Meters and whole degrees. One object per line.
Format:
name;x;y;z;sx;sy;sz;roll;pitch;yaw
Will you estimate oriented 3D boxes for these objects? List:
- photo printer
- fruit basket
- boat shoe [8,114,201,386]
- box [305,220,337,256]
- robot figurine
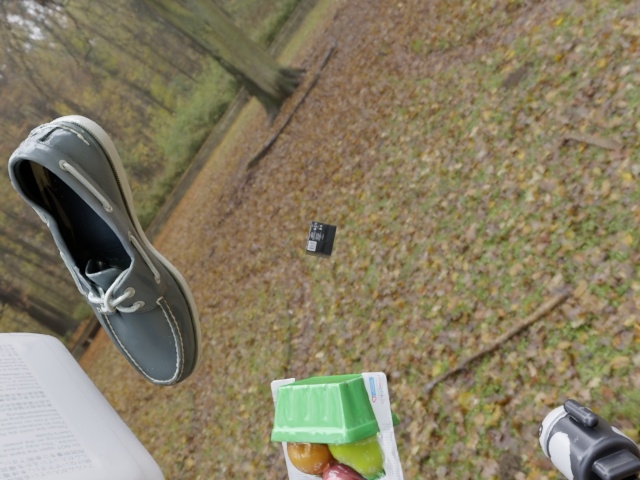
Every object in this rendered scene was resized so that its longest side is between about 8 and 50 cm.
photo printer;-0.285;0.189;0.532;0.307;0.256;0.107;29;107;42
fruit basket;0.046;0.441;1.284;0.165;0.353;0.327;-13;-3;-45
boat shoe;-0.224;0.033;0.678;0.116;0.319;0.099;-13;20;15
box;0.000;0.000;1.284;0.083;0.052;0.062;108;174;-84
robot figurine;0.652;0.514;1.577;0.209;0.173;0.278;-67;17;7
